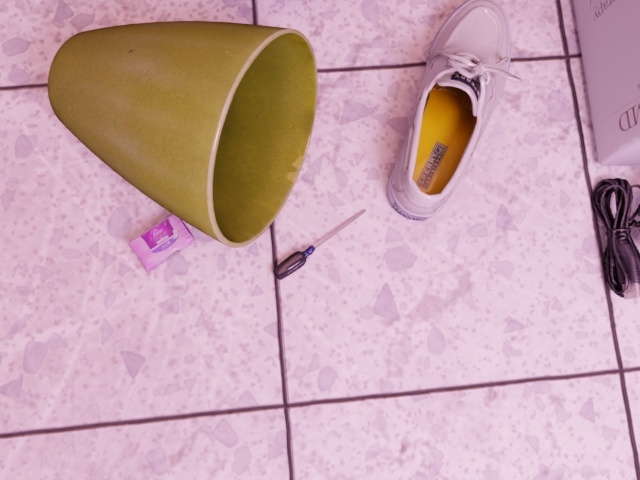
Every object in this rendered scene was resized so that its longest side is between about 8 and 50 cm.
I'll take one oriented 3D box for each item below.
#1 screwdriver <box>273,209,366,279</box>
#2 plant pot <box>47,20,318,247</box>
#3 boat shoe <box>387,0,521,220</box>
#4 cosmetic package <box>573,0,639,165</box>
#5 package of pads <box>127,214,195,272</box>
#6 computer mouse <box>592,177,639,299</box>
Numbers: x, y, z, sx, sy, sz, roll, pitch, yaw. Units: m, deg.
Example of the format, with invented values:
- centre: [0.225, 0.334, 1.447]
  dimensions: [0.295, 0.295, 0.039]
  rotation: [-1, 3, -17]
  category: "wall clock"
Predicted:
- centre: [0.000, 0.000, 0.804]
  dimensions: [0.170, 0.024, 0.025]
  rotation: [-40, 114, -10]
  category: "screwdriver"
- centre: [-0.193, -0.168, 0.716]
  dimensions: [0.293, 0.275, 0.275]
  rotation: [20, 80, 15]
  category: "plant pot"
- centre: [0.198, -0.213, 0.782]
  dimensions: [0.135, 0.156, 0.367]
  rotation: [25, 81, 0]
  category: "boat shoe"
- centre: [0.589, -0.342, 0.742]
  dimensions: [0.327, 0.329, 0.394]
  rotation: [-3, 80, -6]
  category: "cosmetic package"
- centre: [-0.227, 0.002, 0.782]
  dimensions: [0.083, 0.032, 0.050]
  rotation: [-35, 86, -8]
  category: "package of pads"
- centre: [0.540, -0.022, 0.762]
  dimensions: [0.272, 0.072, 0.189]
  rotation: [-8, 76, 23]
  category: "computer mouse"
